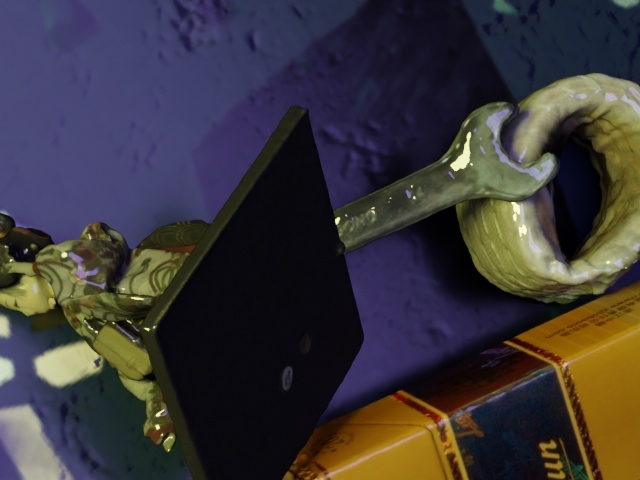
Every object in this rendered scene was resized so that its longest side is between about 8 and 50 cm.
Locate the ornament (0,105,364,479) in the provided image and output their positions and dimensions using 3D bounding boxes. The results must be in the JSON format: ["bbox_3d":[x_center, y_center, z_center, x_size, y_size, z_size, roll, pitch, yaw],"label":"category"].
[{"bbox_3d":[-0.103,0.035,0.928,0.153,0.196,0.166,-55,144,-39],"label":"ornament"}]

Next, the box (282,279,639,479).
[{"bbox_3d":[0.106,0.135,1.002,0.237,0.070,0.152,-23,107,-18],"label":"box"}]

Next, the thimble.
[{"bbox_3d":[0.132,-0.028,1.035,0.102,0.090,0.115,4,80,-13],"label":"thimble"}]

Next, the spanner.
[{"bbox_3d":[0.000,0.000,0.989,0.254,0.015,0.054,-25,87,6],"label":"spanner"}]
